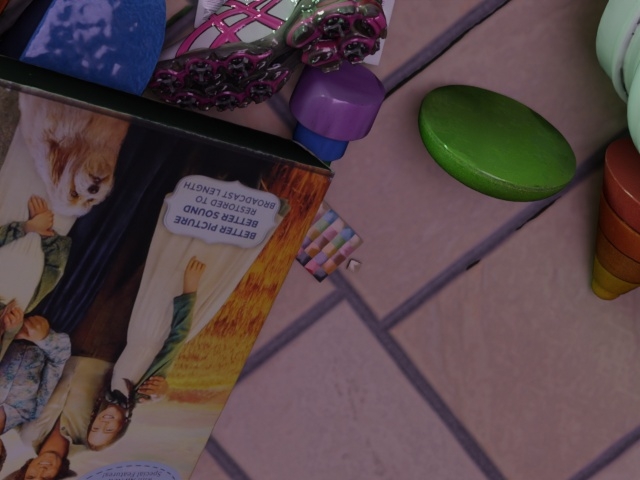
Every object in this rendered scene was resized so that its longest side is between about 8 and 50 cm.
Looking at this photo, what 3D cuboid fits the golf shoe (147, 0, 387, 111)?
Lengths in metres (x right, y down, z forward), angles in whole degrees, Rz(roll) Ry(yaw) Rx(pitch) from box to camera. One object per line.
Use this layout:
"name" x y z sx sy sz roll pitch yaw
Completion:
"golf shoe" -0.041 -0.152 0.760 0.186 0.086 0.067 -16 148 17

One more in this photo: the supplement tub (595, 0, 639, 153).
"supplement tub" 0.358 -0.070 0.701 0.235 0.325 0.235 -21 149 -14

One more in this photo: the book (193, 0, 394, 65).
"book" -0.016 -0.193 0.791 0.144 0.035 0.096 11 104 -11

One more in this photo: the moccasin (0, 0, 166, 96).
"moccasin" -0.221 -0.045 0.753 0.138 0.117 0.342 39 89 -27

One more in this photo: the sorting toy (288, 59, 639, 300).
"sorting toy" 0.141 -0.032 0.830 0.366 0.127 0.126 15 128 -10

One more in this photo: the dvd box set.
"dvd box set" -0.201 0.095 0.716 0.308 0.062 0.420 14 110 -40

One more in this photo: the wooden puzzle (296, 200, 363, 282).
"wooden puzzle" 0.000 0.000 0.848 0.049 0.006 0.083 -43 105 2

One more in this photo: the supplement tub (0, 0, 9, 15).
"supplement tub" -0.351 -0.240 0.638 0.338 0.207 0.207 31 96 -13
